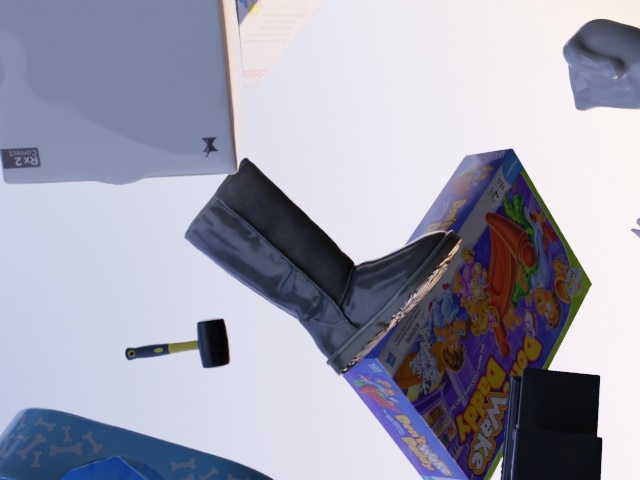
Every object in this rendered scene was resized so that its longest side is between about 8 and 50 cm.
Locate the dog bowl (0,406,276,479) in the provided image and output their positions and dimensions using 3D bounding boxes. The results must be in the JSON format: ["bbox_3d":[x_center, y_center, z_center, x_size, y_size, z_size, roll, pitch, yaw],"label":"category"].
[{"bbox_3d":[-0.157,0.226,0.936,0.297,0.166,0.074,15,-118,8],"label":"dog bowl"}]

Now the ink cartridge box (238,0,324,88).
[{"bbox_3d":[-0.080,-0.329,1.341,0.117,0.278,0.201,46,-155,10],"label":"ink cartridge box"}]

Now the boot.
[{"bbox_3d":[0.000,-0.001,0.988,0.208,0.189,0.076,47,-171,13],"label":"boot"}]

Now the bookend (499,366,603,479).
[{"bbox_3d":[0.169,0.158,0.786,0.157,0.072,0.156,68,-150,-65],"label":"bookend"}]

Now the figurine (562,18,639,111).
[{"bbox_3d":[0.372,-0.169,1.001,0.214,0.209,0.092,-22,-64,-35],"label":"figurine"}]

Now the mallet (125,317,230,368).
[{"bbox_3d":[-0.185,0.147,1.357,0.039,0.189,0.062,-5,-102,-49],"label":"mallet"}]

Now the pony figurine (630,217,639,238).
[{"bbox_3d":[0.452,-0.017,0.771,0.364,0.351,0.302,59,-160,18],"label":"pony figurine"}]

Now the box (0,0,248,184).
[{"bbox_3d":[-0.154,-0.146,0.816,0.119,0.180,0.182,-89,-4,-70],"label":"box"}]

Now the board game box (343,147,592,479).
[{"bbox_3d":[0.181,0.091,1.259,0.233,0.078,0.347,54,-126,-26],"label":"board game box"}]
